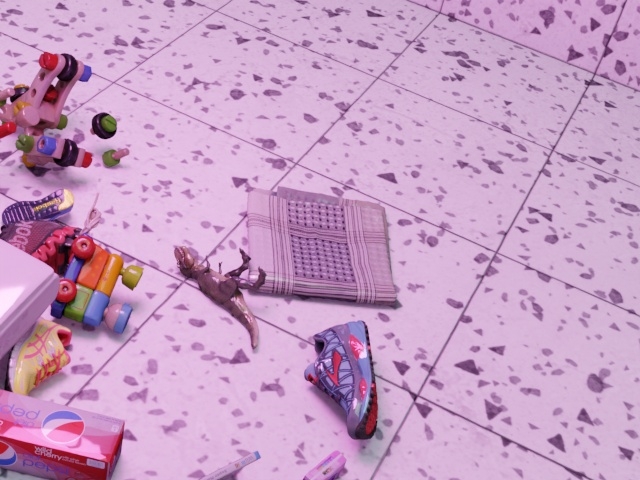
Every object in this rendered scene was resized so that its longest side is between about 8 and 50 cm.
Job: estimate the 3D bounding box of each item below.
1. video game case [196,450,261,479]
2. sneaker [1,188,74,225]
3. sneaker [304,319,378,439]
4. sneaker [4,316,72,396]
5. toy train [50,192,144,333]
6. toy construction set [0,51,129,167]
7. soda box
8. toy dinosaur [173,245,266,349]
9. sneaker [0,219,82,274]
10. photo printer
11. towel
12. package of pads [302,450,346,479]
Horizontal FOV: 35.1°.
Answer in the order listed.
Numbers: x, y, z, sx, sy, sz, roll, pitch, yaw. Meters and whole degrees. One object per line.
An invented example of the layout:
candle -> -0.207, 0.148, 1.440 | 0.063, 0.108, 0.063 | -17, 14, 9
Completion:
video game case -> -0.184, 0.373, 1.552 | 0.166, 0.119, 0.015 | -21, 79, -35
sneaker -> -0.555, -0.055, 2.003 | 0.144, 0.059, 0.053 | -16, 78, -12
sneaker -> 0.035, 0.255, 1.795 | 0.125, 0.104, 0.262 | -7, 36, 1
sneaker -> -0.468, 0.199, 1.692 | 0.094, 0.081, 0.208 | 14, 34, -8
toy train -> -0.385, 0.041, 1.843 | 0.143, 0.105, 0.248 | 22, 66, -9
toy construction set -> -0.612, -0.236, 2.101 | 0.237, 0.257, 0.309 | -17, 4, 33
soda box -> -0.445, 0.305, 1.575 | 0.263, 0.083, 0.092 | 14, 39, -1
toy dinosaur -> -0.165, 0.083, 1.928 | 0.118, 0.064, 0.268 | -44, 61, -5
sneaker -> -0.553, 0.036, 1.842 | 0.135, 0.097, 0.276 | 23, 32, 14
photo printer -> -0.617, 0.076, 1.620 | 0.308, 0.107, 0.256 | 28, 46, 8
towel -> 0.000, 0.000, 2.100 | 0.312, 0.056, 0.324 | 7, 39, -9
package of pads -> 0.003, 0.382, 1.646 | 0.032, 0.050, 0.083 | 39, 44, 20
